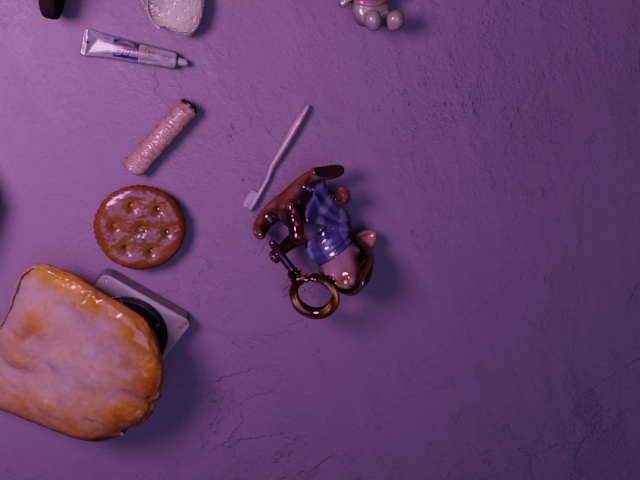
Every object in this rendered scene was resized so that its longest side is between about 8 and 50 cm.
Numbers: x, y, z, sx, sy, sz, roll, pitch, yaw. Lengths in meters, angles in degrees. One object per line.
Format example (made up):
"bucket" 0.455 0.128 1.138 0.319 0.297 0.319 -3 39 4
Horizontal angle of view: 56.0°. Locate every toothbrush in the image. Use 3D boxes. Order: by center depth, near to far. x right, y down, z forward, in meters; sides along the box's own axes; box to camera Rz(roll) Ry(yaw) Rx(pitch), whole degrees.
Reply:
"toothbrush" -0.112 -0.209 1.517 0.030 0.025 0.307 29 102 -13

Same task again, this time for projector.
"projector" -0.514 0.240 1.557 0.259 0.079 0.257 34 101 -22

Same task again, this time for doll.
"doll" 0.103 -0.609 1.379 0.155 0.113 0.274 -21 107 -15
"doll" 0.000 0.001 1.523 0.318 0.209 0.339 -37 116 5

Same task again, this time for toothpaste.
"toothpaste" -0.417 -0.424 1.359 0.234 0.038 0.060 8 104 -13

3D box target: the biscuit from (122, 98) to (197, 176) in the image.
"biscuit" -0.378 -0.245 1.423 0.061 0.055 0.219 44 95 13

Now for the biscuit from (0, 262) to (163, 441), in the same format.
"biscuit" -0.594 0.290 1.468 0.446 0.104 0.429 24 107 -4

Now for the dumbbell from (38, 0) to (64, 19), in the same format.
"dumbbell" -0.634 -0.534 1.208 0.226 0.140 0.124 5 147 -16

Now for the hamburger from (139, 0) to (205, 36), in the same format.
"hamburger" -0.324 -0.526 1.328 0.140 0.062 0.133 26 103 -23

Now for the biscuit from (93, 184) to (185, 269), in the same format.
"biscuit" -0.443 -0.033 1.482 0.221 0.066 0.220 -5 110 -15
